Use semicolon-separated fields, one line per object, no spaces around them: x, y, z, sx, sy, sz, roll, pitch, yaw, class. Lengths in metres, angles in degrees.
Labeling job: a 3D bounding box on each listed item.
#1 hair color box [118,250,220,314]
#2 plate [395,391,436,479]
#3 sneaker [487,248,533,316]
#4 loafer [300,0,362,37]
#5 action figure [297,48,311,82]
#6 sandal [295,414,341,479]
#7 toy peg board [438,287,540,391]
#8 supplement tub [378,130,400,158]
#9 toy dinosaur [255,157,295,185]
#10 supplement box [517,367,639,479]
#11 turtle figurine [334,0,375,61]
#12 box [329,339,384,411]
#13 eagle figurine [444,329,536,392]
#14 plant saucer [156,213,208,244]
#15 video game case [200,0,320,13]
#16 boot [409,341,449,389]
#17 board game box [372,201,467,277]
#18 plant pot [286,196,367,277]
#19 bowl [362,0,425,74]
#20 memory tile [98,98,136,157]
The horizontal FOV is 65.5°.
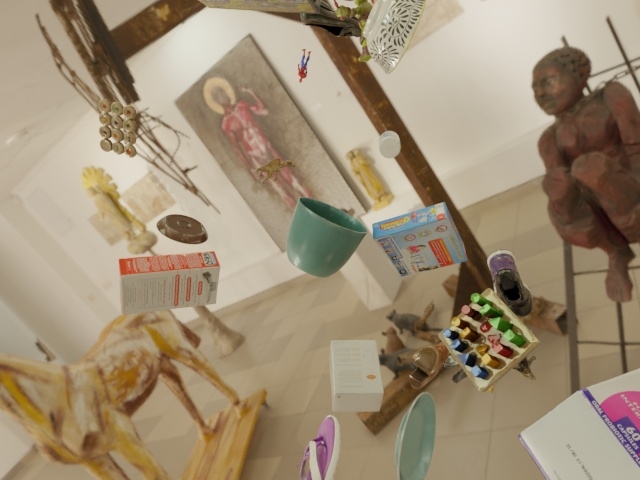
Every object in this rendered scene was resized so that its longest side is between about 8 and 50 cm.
-0.271;0.075;0.894;0.167;0.093;0.053;-3;37;-25;hair color box
0.174;0.375;0.923;0.024;0.188;0.188;4;37;31;plate
0.596;0.169;1.555;0.107;0.283;0.124;-22;34;23;sneaker
0.037;-0.708;1.637;0.268;0.084;0.096;4;-4;-40;loafer
-0.059;-0.602;1.724;0.030;0.038;0.115;0;77;55;action figure
-0.029;0.762;1.622;0.169;0.102;0.416;-42;23;49;sandal
0.336;0.201;1.047;0.160;0.079;0.161;-47;45;15;toy peg board
0.225;-0.313;1.618;0.071;0.071;0.107;-31;16;17;supplement tub
-0.163;-0.223;1.560;0.183;0.053;0.092;-20;-25;-47;toy dinosaur
0.361;0.223;0.572;0.220;0.111;0.114;-3;-42;-33;supplement box
0.153;-0.666;1.525;0.087;0.217;0.270;-12;4;41;turtle figurine
0.093;0.364;1.345;0.130;0.091;0.170;1;41;-3;box
0.588;0.417;1.739;0.226;0.298;0.225;105;179;-52;eagle figurine
-0.444;-0.042;1.614;0.168;0.168;0.029;-78;11;-67;plant saucer
-0.154;-0.537;1.060;0.275;0.035;0.248;7;12;8;video game case
0.338;0.341;1.475;0.152;0.073;0.197;-31;-30;-35;boot
0.408;0.008;2.033;0.302;0.308;0.086;-17;48;21;board game box
0.000;0.000;1.929;0.293;0.293;0.235;-96;31;-72;plant pot
0.135;-0.430;0.998;0.170;0.080;0.170;-161;90;-79;bowl
-0.550;-0.302;1.346;0.012;0.113;0.148;-58;-18;-59;memory tile
